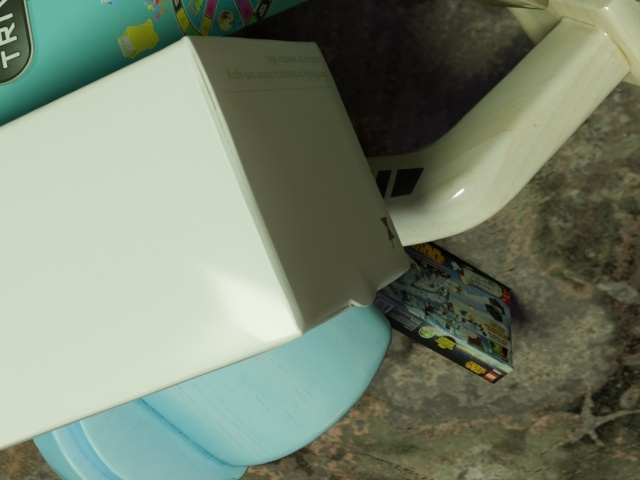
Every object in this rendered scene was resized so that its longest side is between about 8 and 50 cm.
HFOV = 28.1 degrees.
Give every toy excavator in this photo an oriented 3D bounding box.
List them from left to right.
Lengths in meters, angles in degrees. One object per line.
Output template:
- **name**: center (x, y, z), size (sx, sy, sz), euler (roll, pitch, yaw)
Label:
- **toy excavator**: center (0.000, 0.000, 0.892), size (0.445, 0.433, 0.222), euler (-2, 140, 48)

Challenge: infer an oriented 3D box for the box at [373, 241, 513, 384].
- **box**: center (0.096, 0.048, 1.037), size (0.137, 0.094, 0.027), euler (30, 129, -19)

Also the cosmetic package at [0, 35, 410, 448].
- **cosmetic package**: center (-0.159, 0.027, 0.713), size (0.366, 0.197, 0.155), euler (-23, 89, 18)

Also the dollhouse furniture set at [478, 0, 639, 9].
- **dollhouse furniture set**: center (0.169, -0.202, 0.656), size (0.242, 0.160, 0.212), euler (15, -173, 44)

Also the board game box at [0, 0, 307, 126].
- **board game box**: center (-0.086, -0.224, 0.675), size (0.336, 0.079, 0.253), euler (-28, 140, -28)
